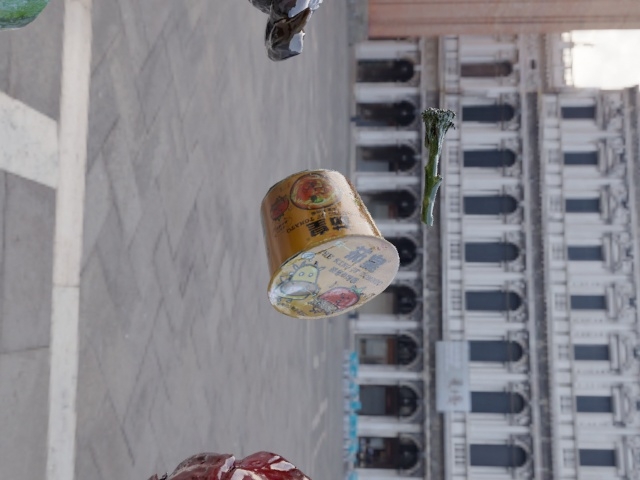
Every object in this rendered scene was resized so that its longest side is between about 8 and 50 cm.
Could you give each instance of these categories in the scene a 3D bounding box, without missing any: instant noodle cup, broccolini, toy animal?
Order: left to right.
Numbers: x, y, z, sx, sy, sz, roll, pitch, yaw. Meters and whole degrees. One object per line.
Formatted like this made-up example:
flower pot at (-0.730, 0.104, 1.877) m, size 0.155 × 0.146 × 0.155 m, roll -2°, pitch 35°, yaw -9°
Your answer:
toy animal at (-0.035, -0.354, 0.899) m, size 0.185 × 0.122 × 0.298 m, roll 119°, pitch -34°, yaw -53°
instant noodle cup at (0.000, 0.000, 1.238) m, size 0.216 × 0.215 × 0.172 m, roll 86°, pitch -12°, yaw -54°
broccolini at (0.203, -0.134, 1.403) m, size 0.058 × 0.067 × 0.216 m, roll 5°, pitch -92°, yaw 62°

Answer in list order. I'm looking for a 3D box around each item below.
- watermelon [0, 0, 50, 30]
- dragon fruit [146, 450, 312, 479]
watermelon at (-0.548, -0.428, 1.201) m, size 0.224 × 0.305 × 0.180 m, roll 27°, pitch 51°, yaw -39°
dragon fruit at (-0.115, 0.404, 0.871) m, size 0.329 × 0.329 × 0.330 m, roll 0°, pitch 90°, yaw -87°
